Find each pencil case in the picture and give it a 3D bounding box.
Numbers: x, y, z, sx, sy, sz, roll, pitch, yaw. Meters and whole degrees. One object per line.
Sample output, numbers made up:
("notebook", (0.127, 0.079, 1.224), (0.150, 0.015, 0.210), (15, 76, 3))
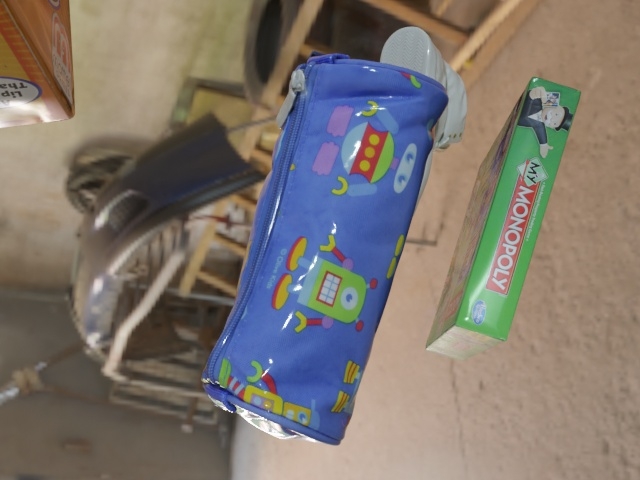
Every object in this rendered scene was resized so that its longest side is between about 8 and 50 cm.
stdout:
("pencil case", (0.000, 0.000, 0.830), (0.119, 0.133, 0.306), (4, 75, 61))

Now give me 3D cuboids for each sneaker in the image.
("sneaker", (0.139, -0.126, 1.491), (0.108, 0.169, 0.292), (6, 78, 32))

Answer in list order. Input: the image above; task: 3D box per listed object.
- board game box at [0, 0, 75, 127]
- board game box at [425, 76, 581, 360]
("board game box", (-0.389, -0.291, 0.719), (0.356, 0.356, 0.356), (87, 176, -71))
("board game box", (0.159, -0.002, 1.003), (0.317, 0.046, 0.213), (82, -155, -81))
